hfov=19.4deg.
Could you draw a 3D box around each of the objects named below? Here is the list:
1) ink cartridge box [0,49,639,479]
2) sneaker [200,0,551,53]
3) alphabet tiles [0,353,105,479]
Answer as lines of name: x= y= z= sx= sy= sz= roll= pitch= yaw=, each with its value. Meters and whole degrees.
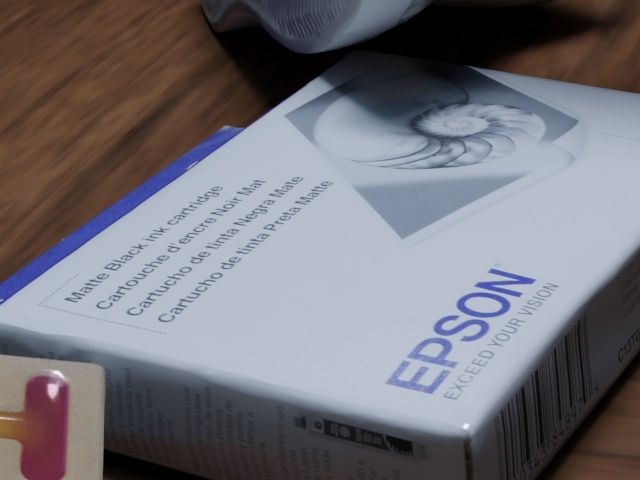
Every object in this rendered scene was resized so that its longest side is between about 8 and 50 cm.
ink cartridge box: x=0.000 y=0.000 z=0.606 sx=0.224 sy=0.045 sz=0.223 roll=10 pitch=30 yaw=29
sneaker: x=0.047 y=-0.139 z=0.754 sx=0.169 sy=0.108 sz=0.292 roll=-10 pitch=10 yaw=-11
alphabet tiles: x=-0.189 y=0.086 z=0.392 sx=0.285 sy=0.011 sz=0.342 roll=6 pitch=34 yaw=-10
